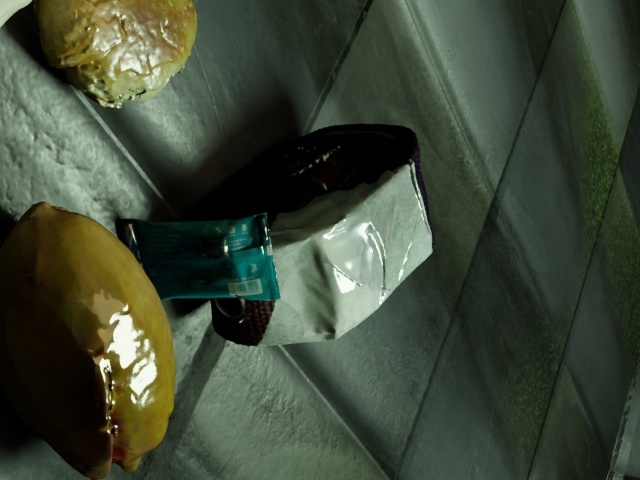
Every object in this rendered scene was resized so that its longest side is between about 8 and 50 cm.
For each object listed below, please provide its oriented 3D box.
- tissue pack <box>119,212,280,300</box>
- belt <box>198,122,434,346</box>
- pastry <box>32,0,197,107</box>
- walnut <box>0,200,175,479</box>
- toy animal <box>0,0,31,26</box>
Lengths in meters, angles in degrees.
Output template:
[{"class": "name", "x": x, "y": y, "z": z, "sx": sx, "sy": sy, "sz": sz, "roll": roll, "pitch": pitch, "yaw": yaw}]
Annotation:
[{"class": "tissue pack", "x": -0.108, "y": 0.017, "z": 0.934, "sx": 0.028, "sy": 0.138, "sz": 0.085, "roll": -55, "pitch": 139, "yaw": -62}, {"class": "belt", "x": 0.000, "y": 0.000, "z": 1.070, "sx": 0.289, "sy": 0.184, "sz": 0.164, "roll": -40, "pitch": 132, "yaw": -43}, {"class": "pastry", "x": -0.167, "y": -0.187, "z": 0.860, "sx": 0.153, "sy": 0.081, "sz": 0.153, "roll": -23, "pitch": 117, "yaw": -54}, {"class": "walnut", "x": -0.184, "y": 0.084, "z": 0.822, "sx": 0.137, "sy": 0.137, "sz": 0.245, "roll": -40, "pitch": 119, "yaw": -50}, {"class": "toy animal", "x": -0.241, "y": -0.230, "z": 0.649, "sx": 0.308, "sy": 0.188, "sz": 0.266, "roll": 33, "pitch": 75, "yaw": -59}]
